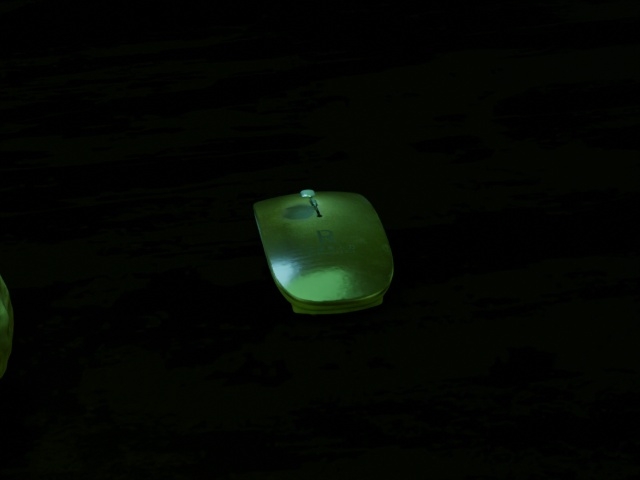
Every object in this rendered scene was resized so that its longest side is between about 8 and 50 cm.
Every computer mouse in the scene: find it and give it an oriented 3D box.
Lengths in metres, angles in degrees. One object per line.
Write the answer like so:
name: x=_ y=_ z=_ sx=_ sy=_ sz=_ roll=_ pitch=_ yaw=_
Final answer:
computer mouse: x=0.000 y=-0.001 z=1.346 sx=0.102 sy=0.044 sz=0.199 roll=-5 pitch=28 yaw=-7

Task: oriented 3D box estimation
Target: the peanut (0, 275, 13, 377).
peanut: x=-0.320 y=0.078 z=1.114 sx=0.253 sy=0.122 sz=0.137 roll=-13 pitch=20 yaw=-37
